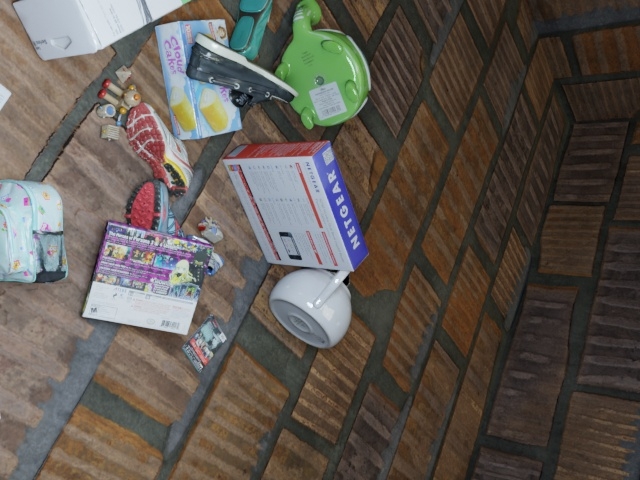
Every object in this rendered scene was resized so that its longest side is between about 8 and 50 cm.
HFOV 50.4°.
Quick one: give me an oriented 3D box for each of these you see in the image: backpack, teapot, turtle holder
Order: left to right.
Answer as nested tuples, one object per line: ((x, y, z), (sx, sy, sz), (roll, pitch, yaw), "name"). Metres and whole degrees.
((-0.553, -0.019, 1.229), (0.144, 0.165, 0.188), (11, 81, -62), "backpack")
((-0.005, 0.160, 1.876), (0.187, 0.256, 0.252), (-51, 135, -26), "teapot")
((0.002, -0.481, 1.894), (0.320, 0.243, 0.227), (42, 32, 0), "turtle holder")

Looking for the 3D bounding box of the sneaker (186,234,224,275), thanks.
((-0.289, 0.038, 1.668), (0.135, 0.052, 0.058), (52, 58, -40), "sneaker")

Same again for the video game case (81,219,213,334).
((-0.369, 0.083, 1.459), (0.232, 0.042, 0.210), (14, 98, -26), "video game case")

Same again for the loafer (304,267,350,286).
((0.000, 0.000, 1.971), (0.134, 0.130, 0.366), (-54, 132, -35), "loafer")

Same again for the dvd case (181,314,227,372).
((-0.291, 0.259, 1.712), (0.119, 0.013, 0.087), (-51, 130, -36), "dvd case")

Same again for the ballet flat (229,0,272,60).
((-0.174, -0.568, 1.762), (0.087, 0.083, 0.247), (62, 42, -68), "ballet flat")

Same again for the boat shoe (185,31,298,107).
((-0.182, -0.367, 1.587), (0.113, 0.127, 0.340), (-59, 152, 11), "boat shoe")

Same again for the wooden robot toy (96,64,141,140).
((-0.422, -0.299, 1.447), (0.076, 0.079, 0.173), (34, 66, -48), "wooden robot toy")

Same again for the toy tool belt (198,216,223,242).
((-0.277, -0.033, 1.688), (0.083, 0.052, 0.051), (44, 28, -48), "toy tool belt")

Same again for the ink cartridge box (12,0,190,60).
((-0.413, -0.474, 1.337), (0.289, 0.211, 0.122), (-48, 129, -39), "ink cartridge box")

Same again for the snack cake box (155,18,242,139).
((-0.285, -0.381, 1.610), (0.152, 0.089, 0.264), (-25, 112, -48), "snack cake box")

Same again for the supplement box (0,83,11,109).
((-0.645, -0.196, 1.141), (0.114, 0.111, 0.220), (45, 59, -44), "supplement box")

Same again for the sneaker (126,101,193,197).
((-0.362, -0.211, 1.544), (0.093, 0.088, 0.225), (-70, 144, -53), "sneaker")

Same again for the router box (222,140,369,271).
((-0.063, -0.085, 1.747), (0.082, 0.301, 0.335), (-47, 128, -39), "router box")

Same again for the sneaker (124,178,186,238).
((-0.366, -0.014, 1.545), (0.125, 0.104, 0.262), (-22, 119, -59), "sneaker")
